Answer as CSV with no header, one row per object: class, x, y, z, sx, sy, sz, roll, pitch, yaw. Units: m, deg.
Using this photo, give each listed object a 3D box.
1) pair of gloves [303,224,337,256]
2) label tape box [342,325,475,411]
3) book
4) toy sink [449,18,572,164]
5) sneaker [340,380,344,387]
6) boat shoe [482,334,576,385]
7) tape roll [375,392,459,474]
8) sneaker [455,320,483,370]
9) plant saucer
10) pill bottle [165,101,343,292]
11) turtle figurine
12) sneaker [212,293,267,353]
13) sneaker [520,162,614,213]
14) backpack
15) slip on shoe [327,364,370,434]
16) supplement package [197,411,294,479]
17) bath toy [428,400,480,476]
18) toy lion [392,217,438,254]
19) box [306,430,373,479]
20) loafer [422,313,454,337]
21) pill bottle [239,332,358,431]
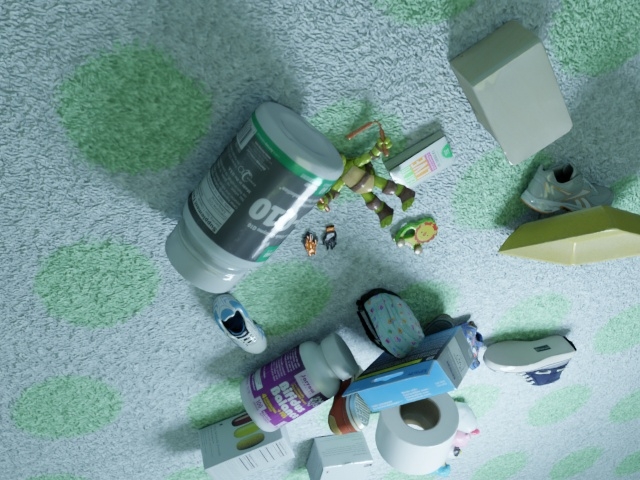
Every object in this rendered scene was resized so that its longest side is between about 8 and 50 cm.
pair of gloves,0.000,0.000,1.482,0.083,0.010,0.074,-17,133,-9
label tape box,0.242,0.358,1.642,0.249,0.115,0.348,-23,-179,27
book,0.225,-0.174,1.399,0.144,0.035,0.096,-32,137,7
toy sink,0.392,-0.301,1.276,0.153,0.131,0.234,-34,128,11
sneaker,-0.005,0.453,1.866,0.161,0.057,0.075,-9,149,-14
boat shoe,0.667,0.413,2.017,0.341,0.127,0.158,-3,124,-19
tape roll,0.302,0.588,1.961,0.246,0.246,0.169,-8,132,-14
sneaker,0.462,0.323,1.900,0.087,0.083,0.221,-32,137,-1
plant saucer,0.683,-0.011,1.579,0.333,0.081,0.333,9,166,-34
pill bottle,-0.140,-0.076,1.228,0.204,0.204,0.361,25,119,-36
turtle figurine,0.083,-0.120,1.350,0.217,0.087,0.269,36,111,-21
sneaker,-0.200,0.228,1.561,0.085,0.086,0.237,-27,135,2
sneaker,0.635,-0.133,1.545,0.263,0.099,0.121,-1,126,-21
backpack,0.189,0.217,1.629,0.152,0.182,0.115,25,118,-35
slip on shoe,0.086,0.441,1.736,0.101,0.331,0.123,-26,95,14
supplement package,-0.221,0.608,1.857,0.244,0.139,0.134,-22,135,-2
bath toy,0.469,0.712,2.216,0.151,0.129,0.348,-30,147,-43
toy lion,0.242,-0.017,1.546,0.100,0.034,0.096,19,114,-33
box,0.062,0.758,2.110,0.181,0.119,0.182,-2,131,-18
loafer,0.338,0.310,1.855,0.096,0.084,0.267,15,126,7
pill bottle,-0.055,0.380,1.693,0.302,0.169,0.169,-33,133,10
